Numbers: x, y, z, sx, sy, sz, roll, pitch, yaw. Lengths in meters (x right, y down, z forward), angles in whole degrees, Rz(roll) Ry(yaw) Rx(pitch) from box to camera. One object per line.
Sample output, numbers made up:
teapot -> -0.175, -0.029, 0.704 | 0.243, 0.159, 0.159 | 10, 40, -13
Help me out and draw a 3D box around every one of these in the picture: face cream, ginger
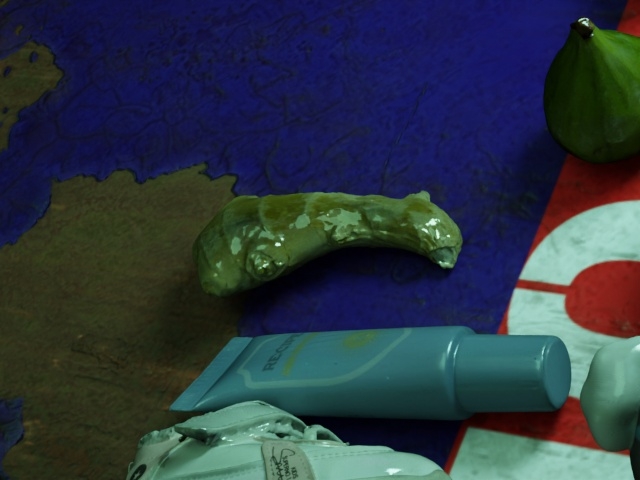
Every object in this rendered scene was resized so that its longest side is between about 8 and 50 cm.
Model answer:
face cream -> 0.047, 0.125, 1.758 | 0.385, 0.086, 0.135 | -2, 28, 31
ginger -> 0.000, 0.000, 1.883 | 0.295, 0.086, 0.131 | -3, 34, 23

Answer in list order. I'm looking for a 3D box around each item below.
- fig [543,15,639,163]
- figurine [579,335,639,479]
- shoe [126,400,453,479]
fig -> 0.261, -0.138, 1.769 | 0.133, 0.185, 0.126 | 15, 94, 30
figurine -> 0.392, 0.177, 1.407 | 0.206, 0.218, 0.365 | -25, 20, -29
shoe -> -0.047, 0.229, 1.679 | 0.351, 0.172, 0.198 | -15, 46, 16
